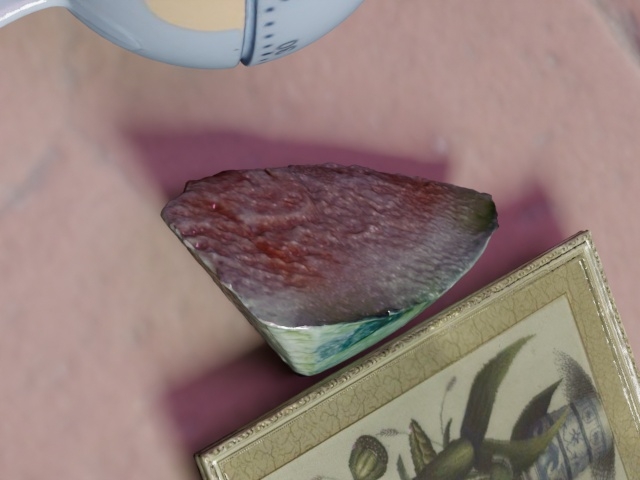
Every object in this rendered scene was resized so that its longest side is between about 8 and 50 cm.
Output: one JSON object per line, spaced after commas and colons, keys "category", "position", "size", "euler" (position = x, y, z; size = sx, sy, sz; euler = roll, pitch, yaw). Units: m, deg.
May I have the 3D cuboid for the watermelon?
{"category": "watermelon", "position": [0.006, 0.008, 0.781], "size": [0.180, 0.081, 0.094], "euler": [-2, 63, -48]}

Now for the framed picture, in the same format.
{"category": "framed picture", "position": [0.064, 0.117, 0.807], "size": [0.231, 0.010, 0.173], "euler": [-29, 103, -34]}

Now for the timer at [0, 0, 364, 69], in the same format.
{"category": "timer", "position": [-0.084, -0.143, 0.703], "size": [0.255, 0.175, 0.175], "euler": [-2, 80, -31]}
